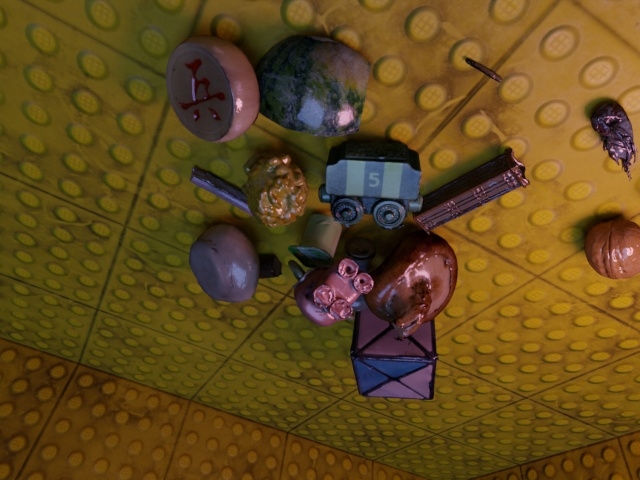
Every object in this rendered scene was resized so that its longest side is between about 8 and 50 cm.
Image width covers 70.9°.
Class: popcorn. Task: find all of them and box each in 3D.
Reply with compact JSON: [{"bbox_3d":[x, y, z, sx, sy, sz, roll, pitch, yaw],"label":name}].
[{"bbox_3d":[-0.137,-0.154,1.311,0.181,0.217,0.235,-19,129,-9],"label":"popcorn"}]

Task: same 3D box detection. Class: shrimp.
[{"bbox_3d":[0.749,-0.241,1.128,0.079,0.090,0.233,-31,111,11],"label":"shrimp"}]

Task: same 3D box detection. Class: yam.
[{"bbox_3d":[-0.216,0.103,1.670,0.127,0.084,0.084,-4,135,19],"label":"yam"},{"bbox_3d":[0.391,-0.407,1.074,0.107,0.014,0.014,23,135,-14],"label":"yam"}]

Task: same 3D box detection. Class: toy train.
[{"bbox_3d":[0.144,-0.162,1.280,0.299,0.167,0.238,4,126,3],"label":"toy train"}]

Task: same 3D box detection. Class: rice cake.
[{"bbox_3d":[-0.295,-0.148,1.438,0.270,0.049,0.055,30,147,-22],"label":"rice cake"}]

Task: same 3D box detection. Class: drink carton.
[{"bbox_3d":[0.000,0.000,1.455,0.144,0.142,0.146,4,150,32],"label":"drink carton"}]

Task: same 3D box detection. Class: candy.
[{"bbox_3d":[-0.316,0.079,1.562,0.295,0.185,0.295,15,122,27],"label":"candy"}]

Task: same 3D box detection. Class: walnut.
[{"bbox_3d":[0.885,0.029,1.344,0.165,0.165,0.197,-12,130,21],"label":"walnut"}]

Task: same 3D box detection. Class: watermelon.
[{"bbox_3d":[-0.039,-0.372,1.105,0.305,0.180,0.224,11,93,3],"label":"watermelon"}]

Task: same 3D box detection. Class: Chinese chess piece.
[{"bbox_3d":[-0.262,-0.366,1.096,0.250,0.103,0.249,20,126,29],"label":"Chinese chess piece"}]

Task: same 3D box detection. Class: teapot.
[{"bbox_3d":[0.125,0.119,1.570,0.183,0.183,0.251,6,126,4],"label":"teapot"}]

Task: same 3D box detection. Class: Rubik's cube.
[{"bbox_3d":[0.284,0.412,1.736,0.305,0.310,0.307,-1,134,10],"label":"Rubik's cube"}]

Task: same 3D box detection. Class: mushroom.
[{"bbox_3d":[0.312,0.152,1.440,0.345,0.259,0.345,-12,120,-22],"label":"mushroom"}]

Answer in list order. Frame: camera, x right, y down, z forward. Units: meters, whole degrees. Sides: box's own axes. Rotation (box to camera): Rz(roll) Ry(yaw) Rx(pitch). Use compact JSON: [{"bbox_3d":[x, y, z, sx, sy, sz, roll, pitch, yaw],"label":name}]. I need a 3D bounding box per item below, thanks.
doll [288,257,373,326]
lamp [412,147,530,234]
[{"bbox_3d":[0.024,0.153,1.412,0.284,0.268,0.216,44,84,-13],"label":"doll"},{"bbox_3d":[0.423,-0.135,1.300,0.325,0.090,0.089,-30,124,33],"label":"lamp"}]
